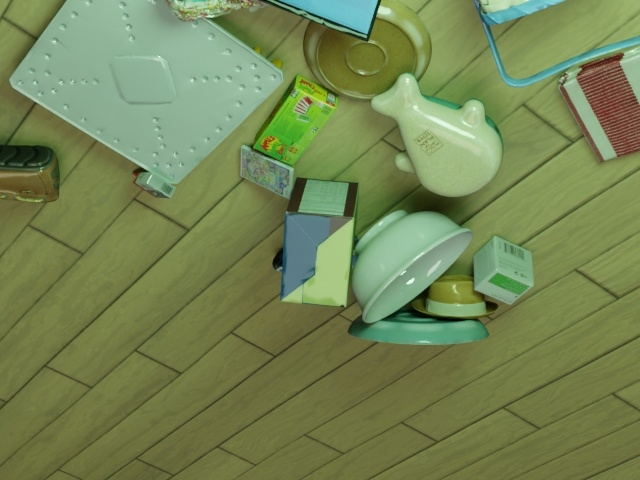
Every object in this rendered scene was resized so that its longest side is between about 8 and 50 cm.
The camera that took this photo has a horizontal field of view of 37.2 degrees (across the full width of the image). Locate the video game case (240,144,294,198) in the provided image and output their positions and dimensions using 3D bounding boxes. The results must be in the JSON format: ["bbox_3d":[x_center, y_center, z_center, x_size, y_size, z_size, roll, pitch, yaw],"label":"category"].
[{"bbox_3d":[-0.111,-0.140,1.954,0.122,0.011,0.087,26,142,15],"label":"video game case"}]

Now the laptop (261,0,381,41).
[{"bbox_3d":[0.025,-0.492,1.505,0.234,0.136,0.264,18,136,-12],"label":"laptop"}]

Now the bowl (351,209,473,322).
[{"bbox_3d":[0.166,0.031,1.999,0.134,0.298,0.298,50,137,17],"label":"bowl"}]

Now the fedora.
[{"bbox_3d":[0.304,0.122,2.138,0.194,0.194,0.079,1,100,7],"label":"fedora"}]

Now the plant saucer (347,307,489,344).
[{"bbox_3d":[0.220,0.189,2.146,0.318,0.317,0.043,0,94,8],"label":"plant saucer"}]

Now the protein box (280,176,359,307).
[{"bbox_3d":[0.000,0.000,1.947,0.136,0.201,0.199,6,114,3],"label":"protein box"}]

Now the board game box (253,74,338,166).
[{"bbox_3d":[-0.050,-0.232,1.862,0.092,0.043,0.181,25,134,-17],"label":"board game box"}]

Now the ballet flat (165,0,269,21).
[{"bbox_3d":[-0.147,-0.425,1.632,0.241,0.091,0.077,-7,149,-2],"label":"ballet flat"}]

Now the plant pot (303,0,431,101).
[{"bbox_3d":[0.084,-0.340,1.736,0.237,0.032,0.236,4,137,4],"label":"plant pot"}]

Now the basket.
[{"bbox_3d":[0.359,-0.402,1.506,0.255,0.201,0.289,-21,121,26],"label":"basket"}]

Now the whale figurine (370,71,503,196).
[{"bbox_3d":[0.223,-0.210,1.792,0.272,0.141,0.216,41,128,-15],"label":"whale figurine"}]

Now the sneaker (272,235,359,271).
[{"bbox_3d":[-0.006,0.047,2.128,0.211,0.080,0.081,-8,132,18],"label":"sneaker"}]

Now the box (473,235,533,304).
[{"bbox_3d":[0.398,0.065,2.075,0.101,0.102,0.087,23,137,-17],"label":"box"}]

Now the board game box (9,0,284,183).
[{"bbox_3d":[-0.330,-0.317,1.806,0.390,0.050,0.390,33,132,-24],"label":"board game box"}]

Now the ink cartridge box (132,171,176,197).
[{"bbox_3d":[-0.357,-0.116,1.996,0.063,0.029,0.115,35,164,-30],"label":"ink cartridge box"}]

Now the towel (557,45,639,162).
[{"bbox_3d":[0.629,-0.272,1.732,0.329,0.037,0.237,-18,133,27],"label":"towel"}]

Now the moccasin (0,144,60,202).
[{"bbox_3d":[-0.742,-0.140,2.004,0.380,0.139,0.147,2,129,-8],"label":"moccasin"}]
